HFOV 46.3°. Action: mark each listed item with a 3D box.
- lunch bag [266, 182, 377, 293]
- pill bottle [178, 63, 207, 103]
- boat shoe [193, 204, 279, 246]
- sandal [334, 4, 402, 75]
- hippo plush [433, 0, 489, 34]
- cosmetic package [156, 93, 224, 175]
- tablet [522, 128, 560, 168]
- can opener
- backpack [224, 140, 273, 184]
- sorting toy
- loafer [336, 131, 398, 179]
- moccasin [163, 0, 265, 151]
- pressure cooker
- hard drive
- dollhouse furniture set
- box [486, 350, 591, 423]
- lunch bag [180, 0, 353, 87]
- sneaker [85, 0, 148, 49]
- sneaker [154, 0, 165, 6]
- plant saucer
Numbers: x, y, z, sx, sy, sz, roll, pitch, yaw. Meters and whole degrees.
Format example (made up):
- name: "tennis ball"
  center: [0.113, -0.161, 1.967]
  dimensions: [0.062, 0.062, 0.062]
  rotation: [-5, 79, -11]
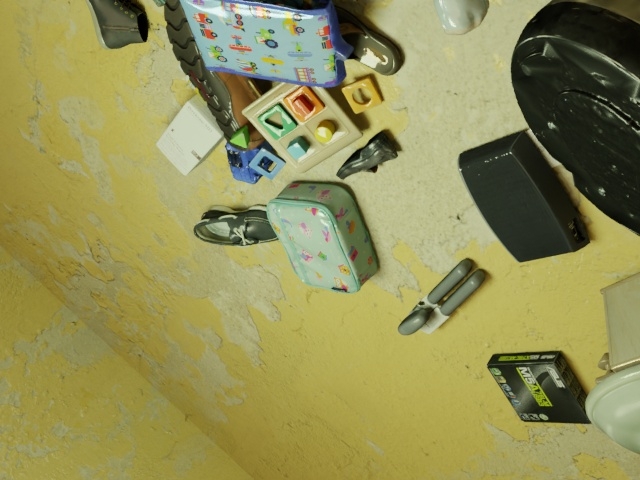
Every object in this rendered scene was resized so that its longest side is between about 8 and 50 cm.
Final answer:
- name: "lunch bag"
  center: [0.000, 0.000, 1.775]
  dimensions: [0.224, 0.108, 0.279]
  rotation: [6, 131, 39]
- name: "pill bottle"
  center: [-0.265, -0.364, 1.692]
  dimensions: [0.116, 0.065, 0.065]
  rotation: [47, 144, -6]
- name: "boat shoe"
  center: [-0.208, -0.026, 1.956]
  dimensions: [0.303, 0.091, 0.114]
  rotation: [1, 127, 43]
- name: "sandal"
  center: [0.049, -0.369, 1.400]
  dimensions: [0.219, 0.060, 0.090]
  rotation: [35, 143, 10]
- name: "hippo plush"
  center: [0.242, -0.464, 1.053]
  dimensions: [0.237, 0.234, 0.294]
  rotation: [-20, 132, 18]
- name: "cosmetic package"
  center: [-0.300, -0.262, 1.813]
  dimensions: [0.117, 0.085, 0.231]
  rotation: [47, 145, -6]
- name: "tablet"
  center: [0.399, -0.167, 1.324]
  dimensions: [0.083, 0.006, 0.054]
  rotation: [50, 144, -9]
- name: "can opener"
  center: [0.273, 0.144, 1.690]
  dimensions: [0.074, 0.093, 0.280]
  rotation: [40, 139, 5]
- name: "backpack"
  center: [-0.162, -0.190, 1.745]
  dimensions: [0.101, 0.098, 0.120]
  rotation: [21, 138, 22]
- name: "sorting toy"
  center: [-0.038, -0.233, 1.522]
  dimensions: [0.348, 0.047, 0.196]
  rotation: [-29, 119, 32]
- name: "loafer"
  center: [0.094, -0.162, 1.568]
  dimensions: [0.061, 0.062, 0.170]
  rotation: [44, 145, -10]
- name: "moccasin"
  center: [-0.199, -0.373, 1.577]
  dimensions: [0.139, 0.147, 0.380]
  rotation: [13, 140, 54]
- name: "pressure cooker"
  center: [0.481, -0.231, 0.853]
  dimensions: [0.375, 0.420, 0.370]
  rotation: [50, 176, 7]
- name: "hard drive"
  center: [0.373, -0.070, 1.402]
  dimensions: [0.172, 0.054, 0.254]
  rotation: [-16, 115, 51]
- name: "dollhouse furniture set"
  center: [0.700, 0.201, 1.383]
  dimensions: [0.356, 0.173, 0.303]
  rotation: [26, 142, -24]
- name: "box"
  center: [0.500, 0.336, 1.702]
  dimensions: [0.184, 0.045, 0.190]
  rotation: [-11, 119, 50]
- name: "lunch bag"
  center: [-0.081, -0.379, 1.346]
  dimensions: [0.293, 0.138, 0.221]
  rotation: [23, 161, 16]
- name: "sneaker"
  center: [-0.465, -0.551, 1.698]
  dimensions: [0.118, 0.083, 0.222]
  rotation: [-2, 120, 21]
- name: "sneaker"
  center: [-0.386, -0.566, 1.608]
  dimensions: [0.166, 0.065, 0.076]
  rotation: [43, 148, 2]
- name: "plant saucer"
  center: [0.687, 0.333, 1.337]
  dimensions: [0.401, 0.100, 0.400]
  rotation: [6, 145, 4]
